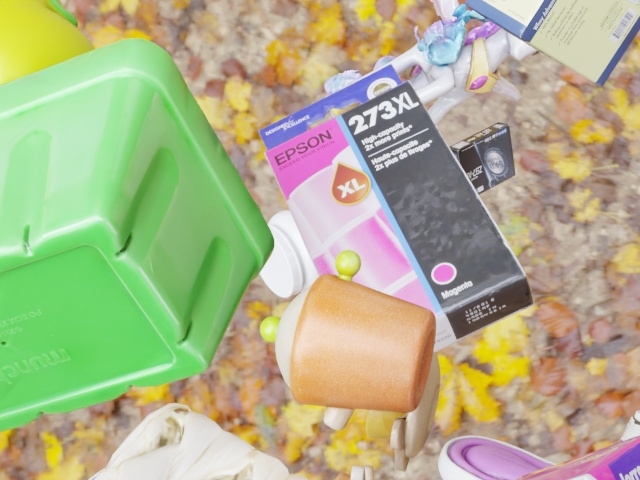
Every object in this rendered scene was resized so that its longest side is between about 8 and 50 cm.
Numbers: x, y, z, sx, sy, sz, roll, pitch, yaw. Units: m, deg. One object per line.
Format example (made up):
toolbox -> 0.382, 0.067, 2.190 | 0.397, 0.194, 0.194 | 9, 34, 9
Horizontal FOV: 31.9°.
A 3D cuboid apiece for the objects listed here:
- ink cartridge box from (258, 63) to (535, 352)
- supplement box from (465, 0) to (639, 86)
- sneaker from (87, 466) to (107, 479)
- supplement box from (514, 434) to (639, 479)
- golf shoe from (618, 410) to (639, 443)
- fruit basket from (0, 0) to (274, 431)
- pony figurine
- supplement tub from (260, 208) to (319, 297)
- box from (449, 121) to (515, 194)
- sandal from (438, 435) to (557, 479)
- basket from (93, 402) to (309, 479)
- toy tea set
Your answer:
ink cartridge box -> 0.058, -0.045, 1.148 | 0.175, 0.069, 0.371 | -26, 50, 2
supplement box -> 0.147, -0.149, 0.657 | 0.083, 0.083, 0.056 | -59, 42, 14
sneaker -> -0.222, 0.402, 1.274 | 0.111, 0.131, 0.297 | -18, 71, 25
supplement box -> 0.185, 0.246, 0.685 | 0.114, 0.111, 0.220 | -31, 78, 36
golf shoe -> 0.461, 0.286, 1.587 | 0.186, 0.067, 0.086 | 134, 130, -60
fruit basket -> -0.250, -0.045, 0.948 | 0.392, 0.283, 0.392 | -18, 38, 14
pony figurine -> 0.183, -0.260, 1.615 | 0.363, 0.303, 0.351 | -35, 28, 1
supplement tub -> 0.000, 0.000, 1.858 | 0.144, 0.199, 0.144 | 41, 144, 39
box -> 0.189, -0.092, 1.306 | 0.018, 0.083, 0.067 | 24, 133, 51
sandal -> 0.359, 0.332, 1.494 | 0.416, 0.169, 0.102 | 12, 113, 16
basket -> -0.045, 0.288, 0.383 | 0.266, 0.331, 0.328 | 32, 142, 15
toy tea set -> -0.008, 0.178, 0.793 | 0.124, 0.200, 0.336 | 11, 56, 14
